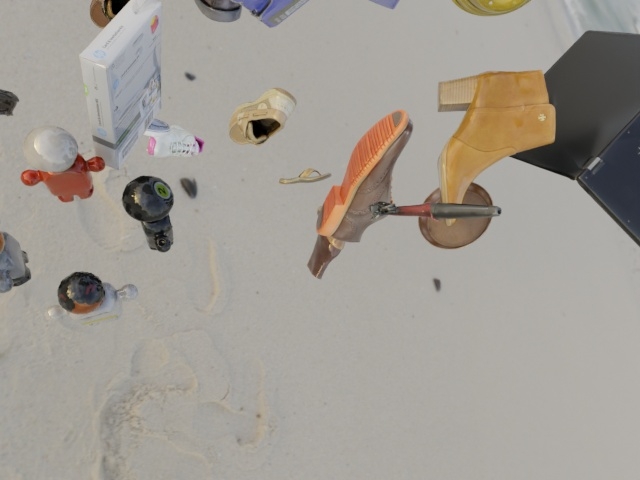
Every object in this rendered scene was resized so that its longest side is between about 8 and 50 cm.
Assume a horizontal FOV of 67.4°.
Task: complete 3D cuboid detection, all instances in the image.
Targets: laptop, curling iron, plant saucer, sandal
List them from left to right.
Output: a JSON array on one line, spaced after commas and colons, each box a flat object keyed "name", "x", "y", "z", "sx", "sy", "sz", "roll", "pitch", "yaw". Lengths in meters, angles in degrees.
[{"name": "sandal", "x": -0.051, "y": -0.217, "z": 1.606, "sx": 0.180, "sy": 0.072, "sz": 0.049, "roll": -6, "pitch": 94, "yaw": -6}, {"name": "curling iron", "x": 0.195, "y": -0.050, "z": 0.870, "sx": 0.068, "sy": 0.274, "sz": 0.035, "roll": -18, "pitch": 107, "yaw": -42}, {"name": "plant saucer", "x": 0.300, "y": -0.053, "z": 1.064, "sx": 0.029, "sy": 0.168, "sz": 0.169, "roll": 38, "pitch": 44, "yaw": -50}, {"name": "laptop", "x": 0.649, "y": -0.217, "z": 1.024, "sx": 0.408, "sy": 0.382, "sz": 0.236, "roll": 44, "pitch": -1, "yaw": -3}]

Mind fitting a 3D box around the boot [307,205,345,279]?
[{"name": "boot", "x": 0.000, "y": 0.000, "z": 1.704, "sx": 0.090, "sy": 0.207, "sz": 0.248, "roll": 25, "pitch": 15, "yaw": -27}]

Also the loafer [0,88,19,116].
[{"name": "loafer", "x": -0.497, "y": -0.157, "z": 0.609, "sx": 0.220, "sy": 0.080, "sz": 0.078, "roll": -34, "pitch": 137, "yaw": -55}]

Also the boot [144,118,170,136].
[{"name": "boot", "x": -0.483, "y": -0.337, "z": 1.289, "sx": 0.190, "sy": 0.086, "sz": 0.069, "roll": -1, "pitch": 38, "yaw": -46}]

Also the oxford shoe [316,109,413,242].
[{"name": "oxford shoe", "x": 0.123, "y": -0.137, "z": 1.115, "sx": 0.132, "sy": 0.364, "sz": 0.130, "roll": 21, "pitch": 41, "yaw": -16}]

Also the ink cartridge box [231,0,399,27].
[{"name": "ink cartridge box", "x": -0.082, "y": -0.330, "z": 0.357, "sx": 0.396, "sy": 0.151, "sz": 0.270, "roll": 55, "pitch": 13, "yaw": -13}]

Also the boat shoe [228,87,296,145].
[{"name": "boat shoe", "x": -0.202, "y": -0.355, "z": 1.478, "sx": 0.121, "sy": 0.341, "sz": 0.110, "roll": 28, "pitch": 67, "yaw": -26}]

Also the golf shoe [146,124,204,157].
[{"name": "golf shoe", "x": -0.515, "y": -0.351, "z": 1.730, "sx": 0.140, "sy": 0.115, "sz": 0.306, "roll": 19, "pitch": 20, "yaw": 0}]

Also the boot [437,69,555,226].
[{"name": "boot", "x": 0.333, "y": -0.175, "z": 0.916, "sx": 0.104, "sy": 0.211, "sz": 0.295, "roll": -21, "pitch": 110, "yaw": -80}]

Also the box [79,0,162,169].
[{"name": "box", "x": -0.262, "y": -0.208, "z": 0.651, "sx": 0.038, "sy": 0.186, "sz": 0.145, "roll": 22, "pitch": 56, "yaw": -6}]

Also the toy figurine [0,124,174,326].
[{"name": "toy figurine", "x": -0.303, "y": -0.011, "z": 0.595, "sx": 0.213, "sy": 0.148, "sz": 0.210, "roll": 30, "pitch": 67, "yaw": -1}]

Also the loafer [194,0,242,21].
[{"name": "loafer", "x": -0.229, "y": -0.542, "z": 0.919, "sx": 0.109, "sy": 0.095, "sz": 0.303, "roll": -20, "pitch": 62, "yaw": -28}]

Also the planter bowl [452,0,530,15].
[{"name": "planter bowl", "x": 0.343, "y": -0.501, "z": 0.898, "sx": 0.217, "sy": 0.217, "sz": 0.090, "roll": 30, "pitch": 47, "yaw": -31}]

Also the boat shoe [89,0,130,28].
[{"name": "boat shoe", "x": -0.607, "y": -0.701, "z": 1.423, "sx": 0.111, "sy": 0.307, "sz": 0.105, "roll": 44, "pitch": 52, "yaw": -36}]
